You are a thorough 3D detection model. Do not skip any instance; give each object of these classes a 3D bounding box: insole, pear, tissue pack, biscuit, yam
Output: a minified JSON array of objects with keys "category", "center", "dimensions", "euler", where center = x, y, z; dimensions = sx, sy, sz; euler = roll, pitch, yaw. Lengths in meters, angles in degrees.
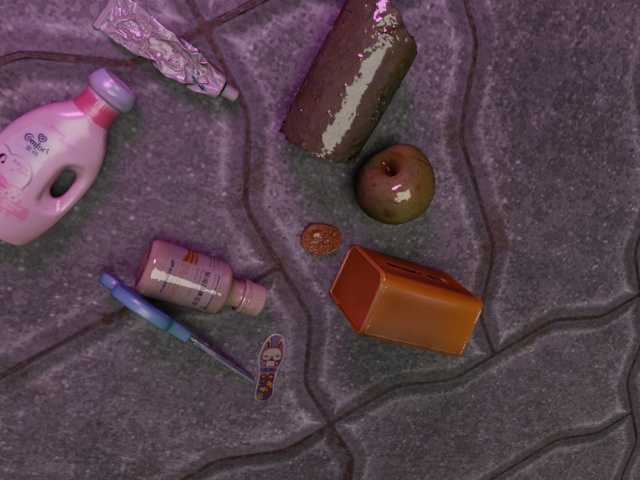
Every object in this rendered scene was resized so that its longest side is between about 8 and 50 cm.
[{"category":"insole","center":[-0.125,0.309,1.186],"dimensions":[0.065,0.004,0.197],"euler":[7,110,-20]},{"category":"pear","center":[0.155,-0.112,1.013],"dimensions":[0.167,0.167,0.136],"euler":[-37,135,0]},{"category":"tissue pack","center":[0.190,0.133,1.105],"dimensions":[0.275,0.194,0.145],"euler":[16,107,-24]},{"category":"biscuit","center":[0.000,0.000,1.087],"dimensions":[0.091,0.015,0.078],"euler":[13,109,-22]},{"category":"yam","center":[0.058,-0.294,0.897],"dimensions":[0.168,0.168,0.304],"euler":[25,104,-25]}]

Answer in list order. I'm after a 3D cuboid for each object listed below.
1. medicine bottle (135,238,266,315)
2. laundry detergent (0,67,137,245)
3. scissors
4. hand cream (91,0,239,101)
[{"category":"medicine bottle","center":[-0.233,0.088,0.995],"dimensions":[0.252,0.114,0.114],"euler":[22,104,-25]},{"category":"laundry detergent","center":[-0.451,-0.147,0.838],"dimensions":[0.335,0.088,0.159],"euler":[-44,123,3]},{"category":"scissors","center":[-0.270,0.207,1.033],"dimensions":[0.029,0.193,0.447],"euler":[-54,132,-16]},{"category":"hand cream","center":[-0.255,-0.320,0.852],"dimensions":[0.257,0.050,0.084],"euler":[33,102,-24]}]
